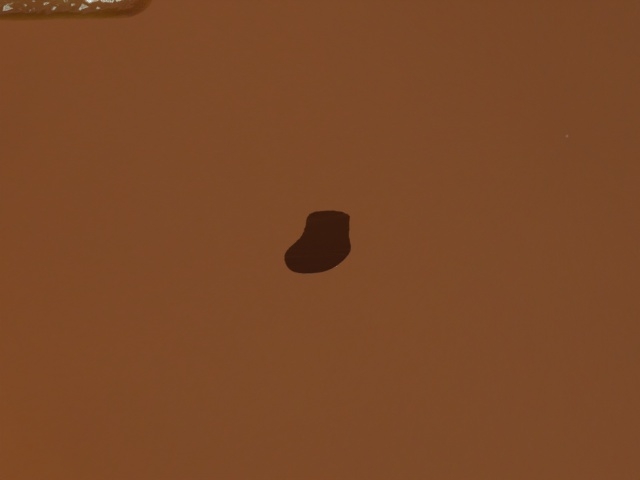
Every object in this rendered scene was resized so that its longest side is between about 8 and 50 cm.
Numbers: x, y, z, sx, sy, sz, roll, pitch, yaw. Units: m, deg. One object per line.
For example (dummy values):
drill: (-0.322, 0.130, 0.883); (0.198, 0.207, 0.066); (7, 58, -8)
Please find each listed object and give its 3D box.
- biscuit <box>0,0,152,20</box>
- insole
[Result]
biscuit: (-0.228, -0.280, 0.892); (0.062, 0.291, 0.236); (36, -60, 34)
insole: (0.000, 0.000, 0.962); (0.053, 0.152, 0.002); (1, -70, 4)
